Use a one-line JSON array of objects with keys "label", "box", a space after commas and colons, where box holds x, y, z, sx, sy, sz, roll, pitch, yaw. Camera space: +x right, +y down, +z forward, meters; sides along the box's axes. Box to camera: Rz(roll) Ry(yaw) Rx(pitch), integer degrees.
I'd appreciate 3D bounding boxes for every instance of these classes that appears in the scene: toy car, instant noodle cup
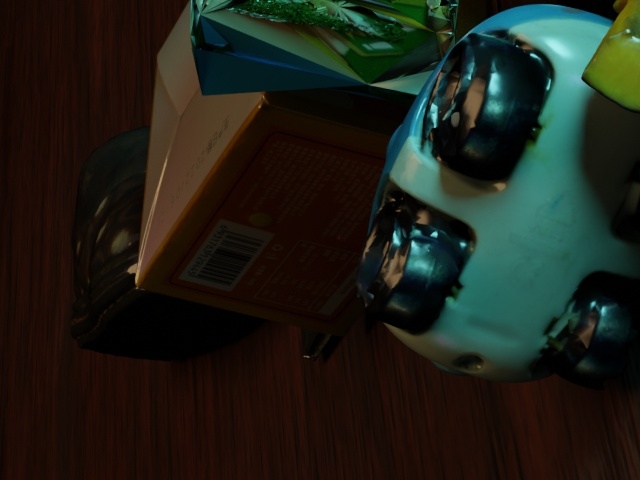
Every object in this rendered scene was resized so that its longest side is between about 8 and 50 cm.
[{"label": "toy car", "box": [0.131, -0.037, 1.235, 0.190, 0.189, 0.255, -96, 26, -60]}, {"label": "instant noodle cup", "box": [0.010, -0.204, 1.340, 0.240, 0.178, 0.240, 6, -90, -88]}]

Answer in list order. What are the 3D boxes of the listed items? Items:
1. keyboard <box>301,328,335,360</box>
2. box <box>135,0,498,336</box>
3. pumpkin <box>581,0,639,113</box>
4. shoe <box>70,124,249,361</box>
[{"label": "keyboard", "box": [0.000, 0.000, 1.796, 0.093, 0.025, 0.230, 120, 155, -42]}, {"label": "box", "box": [-0.004, -0.109, 1.604, 0.283, 0.214, 0.259, 130, 150, -50]}, {"label": "pumpkin", "box": [0.271, -0.174, 1.099, 0.254, 0.149, 0.130, -62, -7, 15]}, {"label": "shoe", "box": [-0.166, -0.010, 2.037, 0.384, 0.171, 0.237, 143, 132, -72]}]
